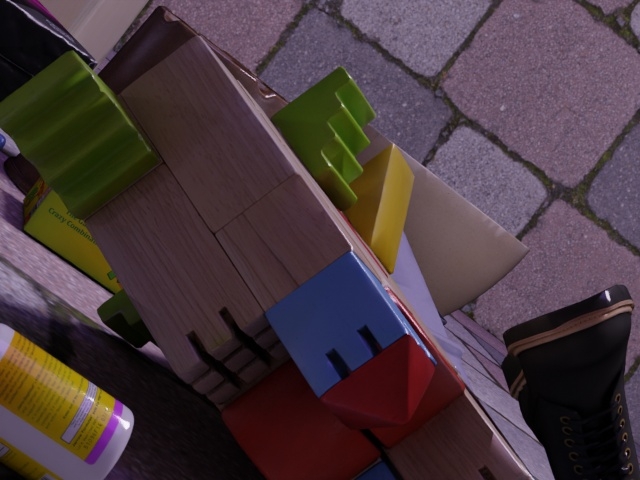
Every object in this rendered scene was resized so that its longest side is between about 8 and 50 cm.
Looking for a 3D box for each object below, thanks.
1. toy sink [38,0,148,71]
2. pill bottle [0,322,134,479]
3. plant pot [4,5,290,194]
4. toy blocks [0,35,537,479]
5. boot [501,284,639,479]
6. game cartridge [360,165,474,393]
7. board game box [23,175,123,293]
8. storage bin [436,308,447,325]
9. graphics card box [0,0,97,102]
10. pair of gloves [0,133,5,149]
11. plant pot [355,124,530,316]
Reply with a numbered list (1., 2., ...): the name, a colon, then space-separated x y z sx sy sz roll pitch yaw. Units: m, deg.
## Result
1. toy sink: -0.274 -0.290 1.754 0.131 0.234 0.153 38 5 4
2. pill bottle: -0.114 0.059 0.589 0.083 0.043 0.043 37 4 -15
3. plant pot: -0.118 -0.073 1.172 0.167 0.165 0.167 37 5 -4
4. toy blocks: 0.015 0.074 0.815 0.261 0.191 0.381 55 3 29
5. boot: 0.160 0.109 0.899 0.198 0.077 0.137 65 6 -74
6. game cartridge: 0.000 0.000 1.396 0.230 0.068 0.355 34 21 -30
7. board game box: -0.112 0.018 1.058 0.181 0.043 0.092 37 5 -16
8. storage bin: 0.025 0.052 1.579 0.180 0.084 0.122 36 5 -10
9. graphics card box: -0.361 -0.239 1.437 0.233 0.094 0.371 35 6 -32
10. pair of gloves: -0.299 -0.120 1.151 0.159 0.023 0.198 37 5 -17
11. plant pot: 0.071 -0.003 1.827 0.284 0.191 0.284 38 4 -3
